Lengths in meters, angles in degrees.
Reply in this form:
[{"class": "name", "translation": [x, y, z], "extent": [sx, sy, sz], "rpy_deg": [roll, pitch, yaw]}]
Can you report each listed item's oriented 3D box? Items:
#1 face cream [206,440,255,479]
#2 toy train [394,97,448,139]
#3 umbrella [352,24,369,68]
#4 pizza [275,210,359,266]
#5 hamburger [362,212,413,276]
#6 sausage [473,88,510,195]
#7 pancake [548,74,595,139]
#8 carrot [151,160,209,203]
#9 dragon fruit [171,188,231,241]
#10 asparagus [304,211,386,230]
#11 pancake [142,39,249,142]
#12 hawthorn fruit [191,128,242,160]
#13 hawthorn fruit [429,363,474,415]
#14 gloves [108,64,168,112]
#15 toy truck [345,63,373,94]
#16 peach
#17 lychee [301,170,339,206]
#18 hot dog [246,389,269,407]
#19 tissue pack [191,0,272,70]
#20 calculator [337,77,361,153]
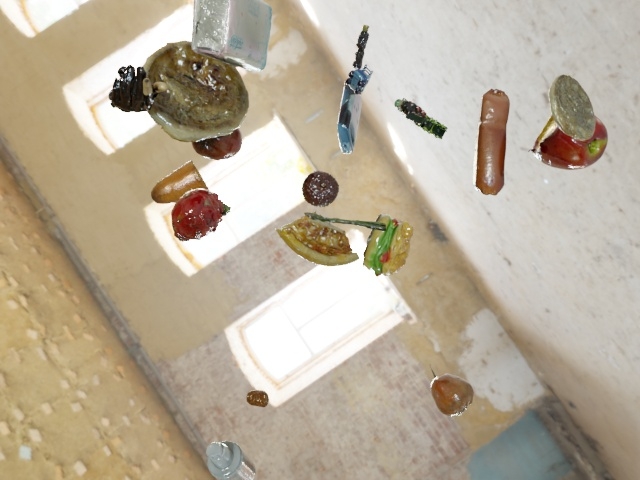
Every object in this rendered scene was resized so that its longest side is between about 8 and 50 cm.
[{"class": "face cream", "translation": [-0.255, 0.607, 1.391], "extent": [0.101, 0.101, 0.251], "rpy_deg": [55, 166, 37]}, {"class": "toy train", "translation": [0.303, -0.369, 1.536], "extent": [0.250, 0.053, 0.085], "rpy_deg": [13, -158, -50]}, {"class": "umbrella", "translation": [0.137, -0.652, 1.709], "extent": [0.040, 0.037, 0.143], "rpy_deg": [34, 132, 27]}, {"class": "pizza", "translation": [0.000, 0.000, 1.954], "extent": [0.365, 0.182, 0.074], "rpy_deg": [27, 179, -23]}, {"class": "hamburger", "translation": [0.249, 0.027, 1.825], "extent": [0.149, 0.237, 0.237], "rpy_deg": [21, 171, 12]}, {"class": "sausage", "translation": [0.546, -0.313, 1.630], "extent": [0.094, 0.097, 0.348], "rpy_deg": [124, 152, -83]}, {"class": "pancake", "translation": [0.543, -0.285, 1.093], "extent": [0.151, 0.152, 0.025], "rpy_deg": [56, 146, -8]}, {"class": "carrot", "translation": [-0.598, -0.223, 2.115], "extent": [0.159, 0.225, 0.159], "rpy_deg": [59, 166, 24]}, {"class": "dragon fruit", "translation": [-0.416, -0.089, 1.729], "extent": [0.172, 0.209, 0.172], "rpy_deg": [43, 160, 20]}, {"class": "asparagus", "translation": [0.068, -0.053, 1.403], "extent": [0.022, 0.233, 0.023], "rpy_deg": [-91, 11, -60]}, {"class": "pancake", "translation": [-0.393, -0.470, 1.590], "extent": [0.356, 0.356, 0.065], "rpy_deg": [56, 151, -4]}, {"class": "hawthorn fruit", "translation": [-0.356, -0.359, 1.789], "extent": [0.169, 0.169, 0.188], "rpy_deg": [55, -158, 9]}, {"class": "hawthorn fruit", "translation": [0.450, 0.546, 1.805], "extent": [0.189, 0.149, 0.149], "rpy_deg": [12, 148, 40]}, {"class": "gloves", "translation": [-0.495, -0.399, 1.371], "extent": [0.129, 0.106, 0.181], "rpy_deg": [21, 175, -29]}, {"class": "toy truck", "translation": [0.122, -0.509, 1.651], "extent": [0.063, 0.074, 0.136], "rpy_deg": [48, 159, 5]}, {"class": "peach", "translation": [0.735, -0.310, 1.533], "extent": [0.226, 0.196, 0.189], "rpy_deg": [41, 146, 53]}, {"class": "lychee", "translation": [-0.002, -0.166, 1.632], "extent": [0.123, 0.123, 0.129], "rpy_deg": [56, -174, -8]}, {"class": "hot dog", "translation": [-0.217, 0.554, 1.773], "extent": [0.035, 0.083, 0.058], "rpy_deg": [1, -89, -71]}, {"class": "tissue pack", "translation": [-0.241, -0.596, 1.414], "extent": [0.271, 0.124, 0.201], "rpy_deg": [-26, -56, -69]}, {"class": "calculator", "translation": [0.107, -0.457, 1.856], "extent": [0.173, 0.051, 0.293], "rpy_deg": [71, -153, -62]}]
